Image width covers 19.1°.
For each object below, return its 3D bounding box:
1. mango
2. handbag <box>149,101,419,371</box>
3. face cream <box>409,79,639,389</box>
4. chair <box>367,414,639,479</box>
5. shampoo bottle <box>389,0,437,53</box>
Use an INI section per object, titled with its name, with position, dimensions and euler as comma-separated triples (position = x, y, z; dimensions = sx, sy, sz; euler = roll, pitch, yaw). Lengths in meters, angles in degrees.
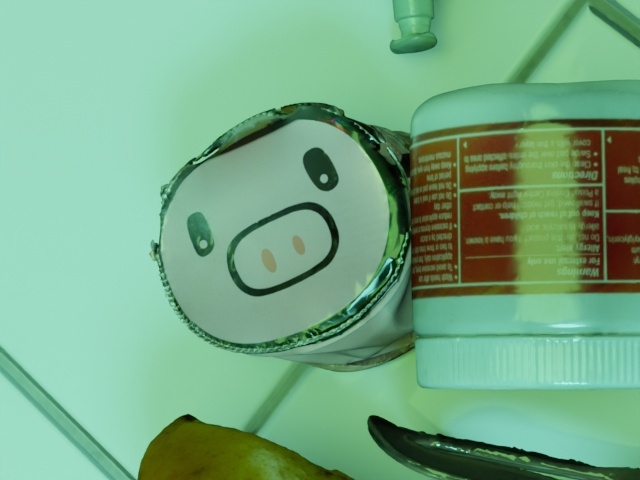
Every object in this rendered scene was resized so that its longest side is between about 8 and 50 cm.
[mango]
position = -0.004, 0.221, 1.264
dimensions = 0.257, 0.187, 0.138
euler = 20, 84, 45
[handbag]
position = -0.001, 0.000, 1.338
dimensions = 0.205, 0.116, 0.179
euler = -28, 75, 20
[face cream]
position = 0.158, 0.001, 1.224
dimensions = 0.201, 0.201, 0.187
euler = -2, 86, 23
[chair]
position = 0.186, 0.217, 1.213
dimensions = 0.326, 0.175, 0.183
euler = 3, 79, 20
[shampoo bottle]
position = 0.060, -0.236, 1.362
dimensions = 0.065, 0.065, 0.204
euler = -7, 84, 23
